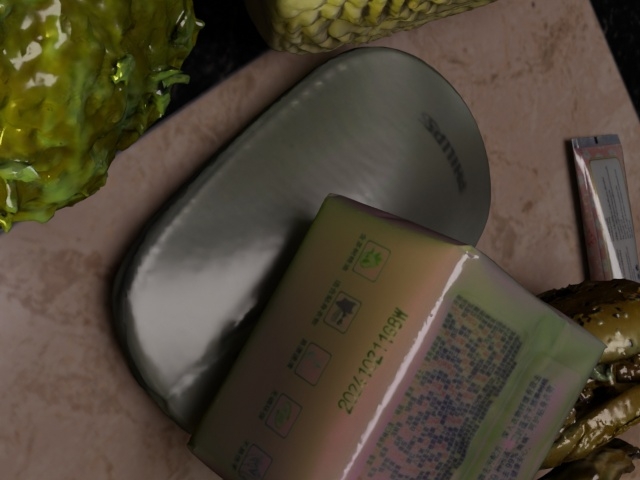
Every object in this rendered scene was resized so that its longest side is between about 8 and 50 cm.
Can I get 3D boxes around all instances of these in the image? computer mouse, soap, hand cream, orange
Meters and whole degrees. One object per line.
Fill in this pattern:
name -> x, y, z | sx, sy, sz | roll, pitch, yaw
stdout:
computer mouse -> 0.003, 0.000, 0.845 | 0.331, 0.095, 0.197 | -46, 111, -26
soap -> 0.051, 0.099, 0.768 | 0.182, 0.138, 0.199 | 31, 89, -45
hand cream -> 0.257, 0.011, 1.056 | 0.067, 0.043, 0.210 | -8, 90, -37
orange -> -0.201, -0.151, 0.612 | 0.301, 0.223, 0.300 | -4, 89, -40

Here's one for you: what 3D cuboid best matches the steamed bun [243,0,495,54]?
steamed bun -> 0.070, -0.257, 0.795 | 0.289, 0.276, 0.203 | -20, 91, -8

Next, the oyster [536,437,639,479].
oyster -> 0.113, 0.228, 0.862 | 0.345, 0.128, 0.079 | -26, 83, -34

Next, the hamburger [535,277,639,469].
hamburger -> 0.180, 0.097, 0.929 | 0.177, 0.185, 0.113 | -48, 129, -68
